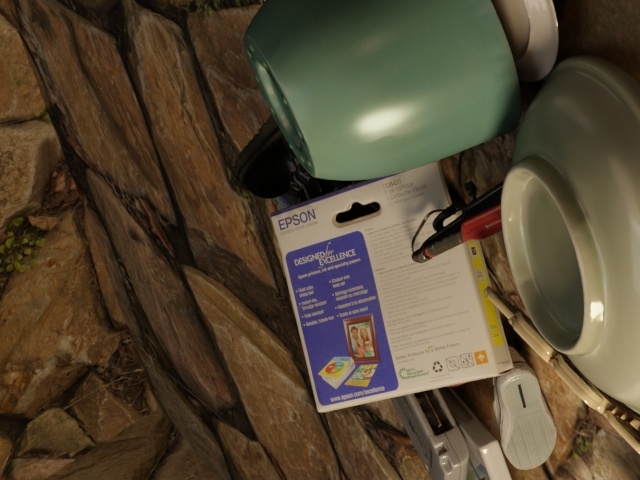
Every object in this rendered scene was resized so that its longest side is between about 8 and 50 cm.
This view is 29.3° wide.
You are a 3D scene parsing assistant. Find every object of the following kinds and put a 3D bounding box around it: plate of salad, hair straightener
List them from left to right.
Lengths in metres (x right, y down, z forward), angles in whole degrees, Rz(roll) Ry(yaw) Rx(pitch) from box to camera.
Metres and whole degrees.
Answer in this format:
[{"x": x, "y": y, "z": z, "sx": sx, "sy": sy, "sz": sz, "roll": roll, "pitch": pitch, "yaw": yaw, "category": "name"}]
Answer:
[{"x": 0.194, "y": -0.029, "z": 1.598, "sx": 0.047, "sy": 0.089, "sz": 0.230, "roll": 31, "pitch": 142, "yaw": -18, "category": "hair straightener"}, {"x": 0.202, "y": -0.268, "z": 1.334, "sx": 0.200, "sy": 0.048, "sz": 0.200, "roll": 52, "pitch": 160, "yaw": 27, "category": "plate of salad"}]

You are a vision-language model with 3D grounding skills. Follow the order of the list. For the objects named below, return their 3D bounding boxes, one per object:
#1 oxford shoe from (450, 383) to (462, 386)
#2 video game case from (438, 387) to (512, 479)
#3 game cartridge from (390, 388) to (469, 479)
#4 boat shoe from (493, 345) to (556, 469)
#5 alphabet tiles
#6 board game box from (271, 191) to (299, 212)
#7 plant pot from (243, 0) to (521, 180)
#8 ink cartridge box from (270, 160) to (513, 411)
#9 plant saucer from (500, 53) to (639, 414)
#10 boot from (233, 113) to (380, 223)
[{"x": 0.120, "y": 0.134, "z": 1.869, "sx": 0.348, "sy": 0.130, "sz": 0.123, "roll": 26, "pitch": 105, "yaw": 37, "category": "oxford shoe"}, {"x": 0.262, "y": 0.394, "z": 1.996, "sx": 0.300, "sy": 0.036, "sz": 0.329, "roll": -131, "pitch": 17, "yaw": -66, "category": "video game case"}, {"x": 0.158, "y": 0.264, "z": 1.992, "sx": 0.198, "sy": 0.062, "sz": 0.297, "roll": 73, "pitch": 171, "yaw": -63, "category": "game cartridge"}, {"x": 0.296, "y": 0.241, "z": 1.791, "sx": 0.076, "sy": 0.083, "sz": 0.226, "roll": -103, "pitch": 1, "yaw": -48, "category": "boat shoe"}, {"x": 0.317, "y": 0.164, "z": 1.498, "sx": 0.278, "sy": 0.021, "sz": 0.284, "roll": 48, "pitch": -172, "yaw": 28, "category": "alphabet tiles"}, {"x": 0.000, "y": 0.000, "z": 2.126, "sx": 0.194, "sy": 0.060, "sz": 0.194, "roll": 39, "pitch": 151, "yaw": 44, "category": "board game box"}, {"x": 0.054, "y": -0.202, "z": 1.400, "sx": 0.293, "sy": 0.235, "sz": 0.293, "roll": 61, "pitch": 174, "yaw": 11, "category": "plant pot"}, {"x": 0.095, "y": 0.069, "z": 1.749, "sx": 0.303, "sy": 0.072, "sz": 0.307, "roll": -17, "pitch": 82, "yaw": 34, "category": "ink cartridge box"}, {"x": 0.279, "y": 0.007, "z": 1.303, "sx": 0.400, "sy": 0.100, "sz": 0.401, "roll": 166, "pitch": 90, "yaw": -79, "category": "plant saucer"}, {"x": -0.005, "y": -0.071, "z": 1.943, "sx": 0.260, "sy": 0.131, "sz": 0.348, "roll": 57, "pitch": 158, "yaw": 5, "category": "boot"}]
